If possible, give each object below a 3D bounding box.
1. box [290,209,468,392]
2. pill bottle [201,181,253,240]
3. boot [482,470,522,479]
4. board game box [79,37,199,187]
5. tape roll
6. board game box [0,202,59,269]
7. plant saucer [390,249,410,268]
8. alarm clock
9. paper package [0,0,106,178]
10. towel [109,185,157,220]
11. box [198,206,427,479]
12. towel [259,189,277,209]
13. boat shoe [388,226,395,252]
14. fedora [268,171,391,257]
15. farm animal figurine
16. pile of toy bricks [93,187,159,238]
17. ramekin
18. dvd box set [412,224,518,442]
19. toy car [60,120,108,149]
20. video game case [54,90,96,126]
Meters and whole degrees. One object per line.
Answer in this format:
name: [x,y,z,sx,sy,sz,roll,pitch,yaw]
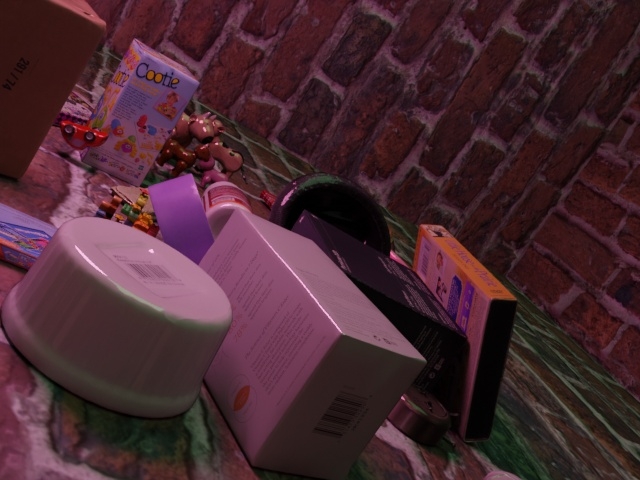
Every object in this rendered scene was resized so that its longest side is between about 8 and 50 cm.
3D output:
box: [0.076,0.129,1.606,0.313,0.178,0.343,30,12,-19]
pill bottle: [-0.209,-0.055,1.745,0.121,0.121,0.221,29,12,-18]
boot: [0.347,0.461,1.216,0.258,0.095,0.123,29,15,26]
board game box: [-0.413,-0.286,1.770,0.144,0.275,0.142,26,13,-31]
tape roll: [-0.231,-0.015,1.365,0.189,0.080,0.188,161,-90,-82]
board game box: [-0.378,0.027,1.188,0.281,0.027,0.145,27,11,-27]
plant saucer: [0.134,0.053,2.251,0.332,0.084,0.332,38,12,-10]
alarm clock: [0.158,0.299,1.423,0.192,0.064,0.129,26,13,-16]
paper package: [-0.574,-0.306,1.297,0.310,0.324,0.168,20,18,-50]
towel: [-0.364,-0.079,1.663,0.110,0.027,0.148,38,12,19]
box: [-0.049,0.140,1.136,0.168,0.215,0.345,24,15,-39]
towel: [-0.060,-0.046,2.341,0.199,0.031,0.275,26,15,-38]
boat shoe: [0.165,0.005,2.584,0.123,0.123,0.342,63,-12,-18]
fedora: [0.000,0.000,1.879,0.334,0.333,0.153,27,-18,-26]
farm animal figurine: [-0.347,-0.287,2.117,0.327,0.172,0.330,42,10,12]
pile of toy bricks: [-0.333,-0.042,1.397,0.118,0.105,0.212,30,12,-16]
ramekin: [-0.248,0.088,1.016,0.277,0.135,0.277,32,12,-7]
dvd box set: [0.276,0.176,1.658,0.062,0.307,0.420,2,19,-12]
toy car: [-0.592,-0.249,1.660,0.239,0.053,0.225,8,19,-40]
video game case: [-0.632,-0.330,1.952,0.210,0.041,0.232,38,13,27]
